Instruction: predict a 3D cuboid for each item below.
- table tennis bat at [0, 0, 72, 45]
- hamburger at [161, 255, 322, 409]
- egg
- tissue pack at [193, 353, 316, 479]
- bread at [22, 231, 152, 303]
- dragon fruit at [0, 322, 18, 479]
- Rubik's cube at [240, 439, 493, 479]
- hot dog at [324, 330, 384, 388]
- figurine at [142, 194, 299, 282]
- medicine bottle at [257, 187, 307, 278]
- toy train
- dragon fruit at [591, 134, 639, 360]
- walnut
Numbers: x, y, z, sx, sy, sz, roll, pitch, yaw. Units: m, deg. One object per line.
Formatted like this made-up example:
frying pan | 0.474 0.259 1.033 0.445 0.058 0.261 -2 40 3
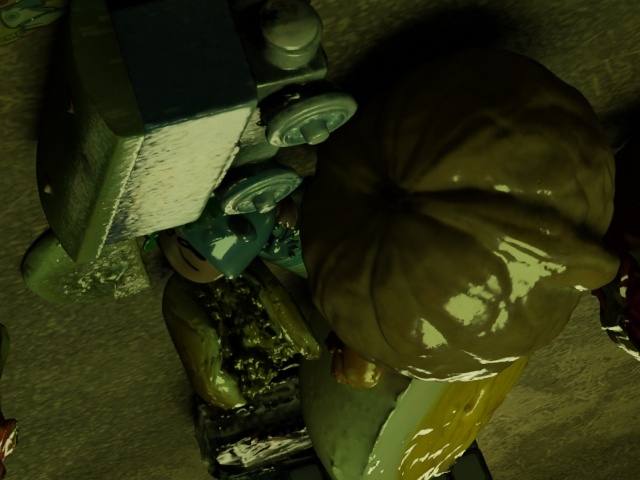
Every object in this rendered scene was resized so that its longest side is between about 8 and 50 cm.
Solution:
table tennis bat | -0.224 -0.193 1.131 0.200 0.038 0.310 -22 164 -4
hamburger | -0.091 0.079 1.815 0.131 0.185 0.159 -35 118 0
egg | 0.081 0.122 2.001 0.337 0.201 0.337 -45 155 -28
tissue pack | 0.008 0.195 2.256 0.332 0.123 0.245 -15 165 -8
bread | -0.218 0.026 1.701 0.112 0.036 0.193 -18 160 -5
dragon fruit | -0.367 0.153 1.620 0.224 0.227 0.224 -15 166 -4
Rubik's cube | 0.077 0.397 2.597 0.293 0.287 0.292 -15 160 -19
hot dog | 0.065 0.024 1.800 0.102 0.076 0.249 -57 169 -80
figurine | -0.088 -0.010 1.650 0.144 0.114 0.178 -28 168 22
medicine bottle | 0.000 0.000 1.826 0.090 0.054 0.208 -31 160 13
toy train | -0.100 -0.087 1.363 0.202 0.131 0.300 -16 165 -19
dragon fruit | 0.426 0.003 1.921 0.329 0.329 0.329 -19 160 -7
walnut | 0.122 -0.021 1.598 0.285 0.285 0.296 13 103 -57
